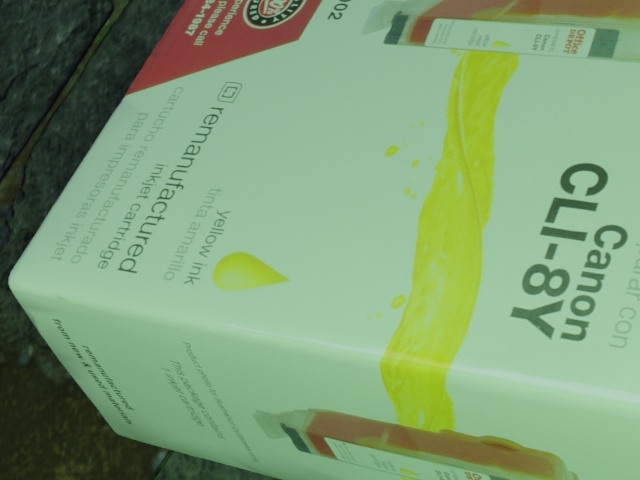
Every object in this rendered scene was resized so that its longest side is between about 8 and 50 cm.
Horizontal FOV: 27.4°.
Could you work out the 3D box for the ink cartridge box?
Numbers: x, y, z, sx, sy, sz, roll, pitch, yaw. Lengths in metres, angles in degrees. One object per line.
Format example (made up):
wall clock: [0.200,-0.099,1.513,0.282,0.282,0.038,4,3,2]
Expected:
ink cartridge box: [0.081,-0.010,0.690,0.384,0.160,0.279,9,54,27]
